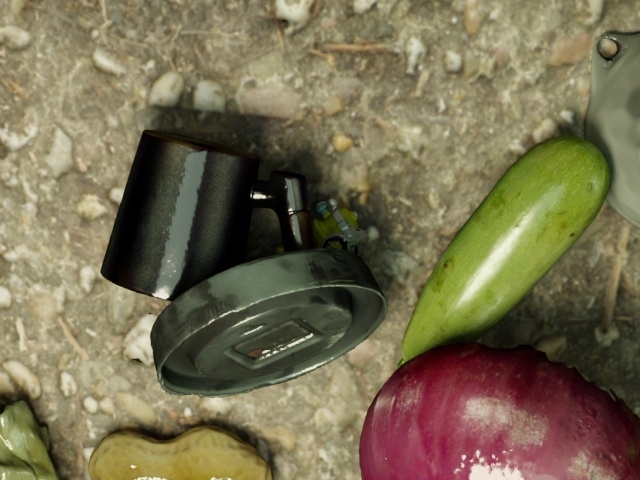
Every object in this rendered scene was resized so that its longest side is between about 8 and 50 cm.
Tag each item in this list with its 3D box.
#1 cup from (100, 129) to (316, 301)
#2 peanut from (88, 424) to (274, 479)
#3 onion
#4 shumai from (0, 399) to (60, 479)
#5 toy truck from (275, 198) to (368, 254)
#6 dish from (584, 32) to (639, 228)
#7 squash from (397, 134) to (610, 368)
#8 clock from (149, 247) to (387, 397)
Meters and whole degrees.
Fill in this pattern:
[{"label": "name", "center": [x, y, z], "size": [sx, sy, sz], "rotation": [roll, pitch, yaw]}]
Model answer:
[{"label": "cup", "center": [-0.124, -0.022, 1.413], "size": [0.239, 0.166, 0.177], "rotation": [11, 97, -18]}, {"label": "peanut", "center": [-0.174, 0.289, 1.497], "size": [0.236, 0.110, 0.120], "rotation": [8, 124, 7]}, {"label": "onion", "center": [0.194, 0.283, 1.353], "size": [0.345, 0.358, 0.358], "rotation": [-28, 102, -29]}, {"label": "shumai", "center": [-0.405, 0.305, 1.489], "size": [0.256, 0.189, 0.218], "rotation": [5, 84, 16]}, {"label": "toy truck", "center": [0.000, 0.000, 1.450], "size": [0.111, 0.076, 0.077], "rotation": [-36, 79, 8]}, {"label": "dish", "center": [0.451, -0.126, 1.383], "size": [0.303, 0.120, 0.303], "rotation": [0, 103, 1]}, {"label": "squash", "center": [0.202, 0.027, 1.425], "size": [0.118, 0.118, 0.370], "rotation": [38, 106, -6]}, {"label": "clock", "center": [-0.062, 0.098, 1.378], "size": [0.280, 0.280, 0.055], "rotation": [-23, 65, 6]}]
